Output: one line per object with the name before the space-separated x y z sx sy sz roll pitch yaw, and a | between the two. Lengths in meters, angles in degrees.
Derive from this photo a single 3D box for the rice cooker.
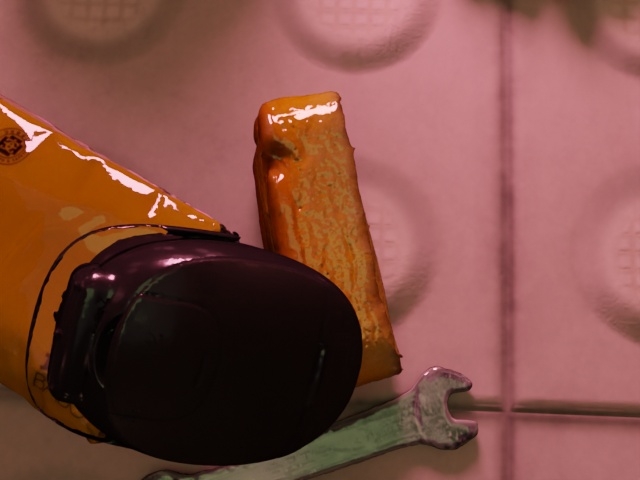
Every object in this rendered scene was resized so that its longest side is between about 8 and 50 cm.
rice cooker | -0.075 0.063 0.455 0.202 0.118 0.142 15 94 -24

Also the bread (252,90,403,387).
bread | 0.000 0.000 0.586 0.094 0.102 0.246 -12 82 -3

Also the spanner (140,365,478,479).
spanner | -0.012 0.178 0.597 0.301 0.017 0.071 -18 80 -2

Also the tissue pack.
tissue pack | -0.223 0.010 0.571 0.270 0.134 0.192 29 83 6
